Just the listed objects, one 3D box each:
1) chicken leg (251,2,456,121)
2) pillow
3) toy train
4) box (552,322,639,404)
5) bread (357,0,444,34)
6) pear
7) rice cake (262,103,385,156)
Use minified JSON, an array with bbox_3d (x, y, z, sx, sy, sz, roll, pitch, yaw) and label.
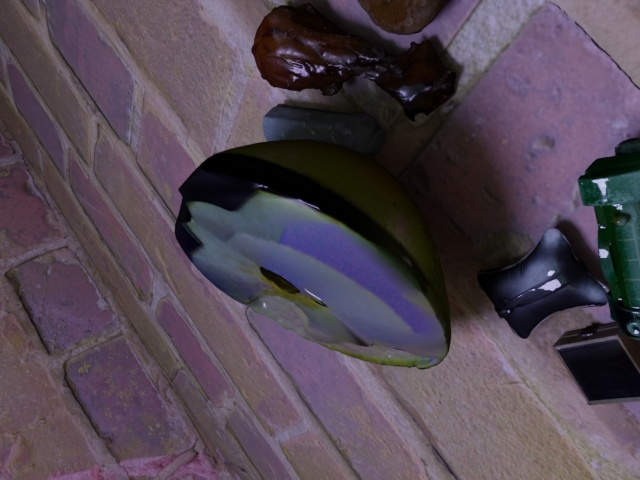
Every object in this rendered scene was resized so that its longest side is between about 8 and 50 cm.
[{"bbox_3d":[0.025,-0.227,0.590,0.304,0.093,0.113,26,121,33],"label":"chicken leg"},{"bbox_3d":[0.244,0.052,0.536,0.136,0.055,0.091,-50,42,49],"label":"pillow"},{"bbox_3d":[0.281,0.003,0.415,0.071,0.104,0.178,-4,111,47],"label":"toy train"},{"bbox_3d":[0.314,0.133,0.519,0.083,0.035,0.079,58,144,3],"label":"box"},{"bbox_3d":[0.087,-0.262,0.499,0.113,0.060,0.082,35,164,38],"label":"bread"},{"bbox_3d":[0.004,0.000,0.633,0.399,0.165,0.399,24,151,14],"label":"pear"},{"bbox_3d":[-0.006,-0.155,0.684,0.206,0.069,0.063,19,128,41],"label":"rice cake"}]
